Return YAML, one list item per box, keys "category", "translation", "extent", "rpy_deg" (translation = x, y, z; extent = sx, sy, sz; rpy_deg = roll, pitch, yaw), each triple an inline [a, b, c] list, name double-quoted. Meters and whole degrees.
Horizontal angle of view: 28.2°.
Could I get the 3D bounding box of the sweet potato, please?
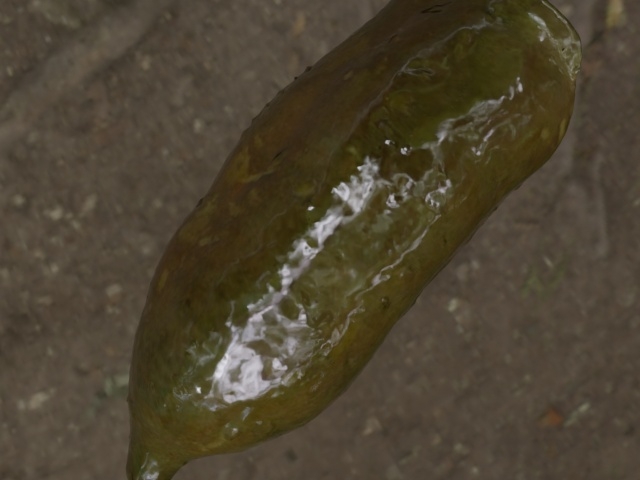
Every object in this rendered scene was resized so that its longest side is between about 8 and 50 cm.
- category: "sweet potato"
  translation: [0.000, 0.000, 0.746]
  extent: [0.369, 0.158, 0.158]
  rpy_deg: [-49, 142, -12]
